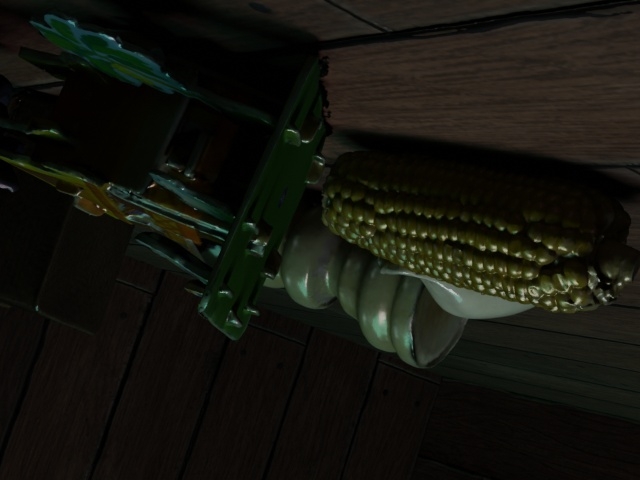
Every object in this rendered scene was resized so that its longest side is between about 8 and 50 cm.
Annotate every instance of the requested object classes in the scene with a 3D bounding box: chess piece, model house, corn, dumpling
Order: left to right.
[{"bbox_3d":[-0.172,-0.076,1.169,0.313,0.242,0.358,21,174,4],"label":"model house"},{"bbox_3d":[0.026,0.027,1.686,0.330,0.182,0.182,20,174,29],"label":"chess piece"},{"bbox_3d":[0.147,-0.016,1.243,0.347,0.130,0.130,17,173,35],"label":"corn"},{"bbox_3d":[0.179,0.009,1.440,0.252,0.131,0.179,-1,-164,-10],"label":"dumpling"}]

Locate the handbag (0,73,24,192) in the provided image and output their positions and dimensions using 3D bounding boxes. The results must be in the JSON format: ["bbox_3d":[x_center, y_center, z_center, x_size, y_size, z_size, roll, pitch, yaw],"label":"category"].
[{"bbox_3d":[-0.465,-0.141,1.302,0.329,0.122,0.303,20,-155,-32],"label":"handbag"}]

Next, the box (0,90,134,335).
[{"bbox_3d":[-0.341,-0.032,1.672,0.143,0.273,0.184,16,172,21],"label":"box"}]
